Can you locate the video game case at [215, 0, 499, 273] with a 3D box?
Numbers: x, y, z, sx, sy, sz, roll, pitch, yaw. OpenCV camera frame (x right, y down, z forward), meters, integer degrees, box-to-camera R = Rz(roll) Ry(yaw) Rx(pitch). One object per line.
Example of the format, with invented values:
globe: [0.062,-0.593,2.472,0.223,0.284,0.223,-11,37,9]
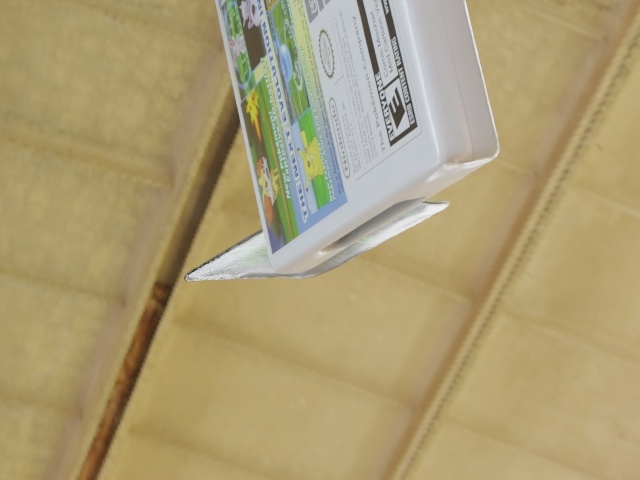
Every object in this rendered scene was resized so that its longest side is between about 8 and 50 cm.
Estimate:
video game case: [-0.007,-0.166,0.803,0.036,0.300,0.329,-10,-98,-19]

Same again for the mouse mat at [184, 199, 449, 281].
mouse mat: [0.000,0.000,1.147,0.152,0.007,0.189,-29,-18,33]
